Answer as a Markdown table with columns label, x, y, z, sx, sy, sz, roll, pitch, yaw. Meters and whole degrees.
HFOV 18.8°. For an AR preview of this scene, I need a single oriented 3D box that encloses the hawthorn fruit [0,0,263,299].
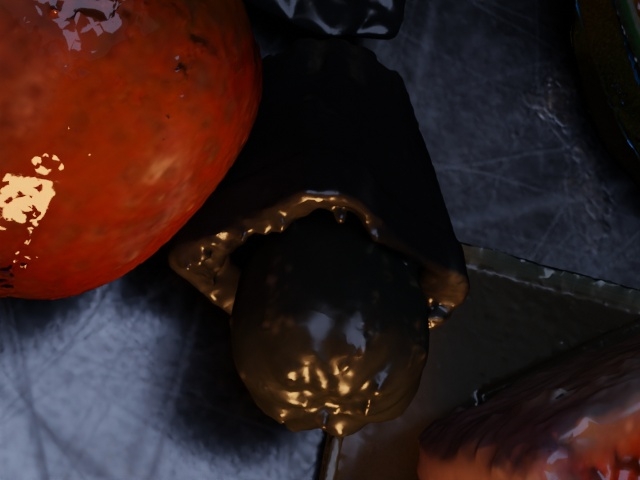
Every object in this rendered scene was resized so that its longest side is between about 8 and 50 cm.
| label | x | y | z | sx | sy | sz | roll | pitch | yaw |
| --- | --- | --- | --- | --- | --- | --- | --- | --- | --- |
| hawthorn fruit | -0.180 | -0.074 | 1.123 | 0.276 | 0.276 | 0.307 | 25 | 92 | -12 |

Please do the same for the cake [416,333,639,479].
| label | x | y | z | sx | sy | sz | roll | pitch | yaw |
| --- | --- | --- | --- | --- | --- | --- | --- | --- | --- |
| cake | 0.225 | 0.207 | 1.177 | 0.237 | 0.230 | 0.309 | -24 | 95 | -18 |

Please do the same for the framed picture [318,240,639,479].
| label | x | y | z | sx | sy | sz | roll | pitch | yaw |
| --- | --- | --- | --- | --- | --- | --- | --- | --- | --- |
| framed picture | 0.143 | 0.114 | 1.302 | 0.281 | 0.019 | 0.209 | 16 | 73 | -14 |

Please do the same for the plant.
| label | x | y | z | sx | sy | sz | roll | pitch | yaw |
| --- | --- | --- | --- | --- | --- | --- | --- | --- | --- |
| plant | 0.000 | 0.000 | 1.201 | 0.164 | 0.141 | 0.256 | 38 | 39 | -40 |

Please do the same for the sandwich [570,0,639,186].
| label | x | y | z | sx | sy | sz | roll | pitch | yaw |
| --- | --- | --- | --- | --- | --- | --- | --- | --- | --- |
| sandwich | 0.244 | -0.131 | 1.366 | 0.159 | 0.079 | 0.235 | -42 | 96 | -32 |

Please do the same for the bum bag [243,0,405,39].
| label | x | y | z | sx | sy | sz | roll | pitch | yaw |
| --- | --- | --- | --- | --- | --- | --- | --- | --- | --- |
| bum bag | 0.023 | -0.244 | 1.322 | 0.123 | 0.060 | 0.248 | 25 | 70 | -13 |
